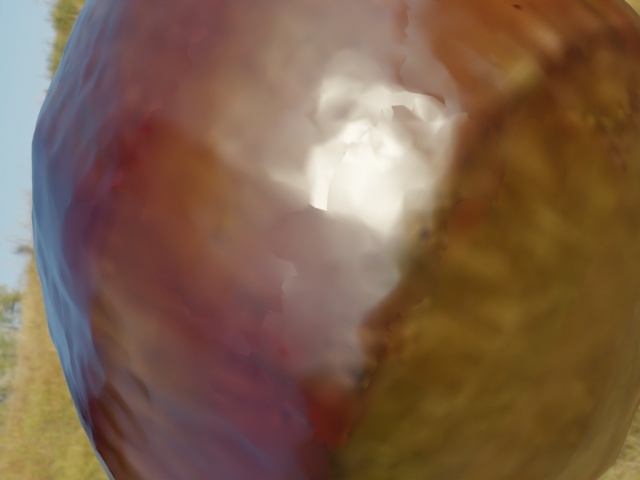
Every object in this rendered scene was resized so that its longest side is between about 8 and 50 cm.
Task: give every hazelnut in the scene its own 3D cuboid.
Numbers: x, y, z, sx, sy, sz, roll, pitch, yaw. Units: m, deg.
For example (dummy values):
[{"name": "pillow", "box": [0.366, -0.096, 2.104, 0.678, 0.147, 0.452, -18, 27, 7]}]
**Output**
[{"name": "hazelnut", "box": [0.000, 0.000, 0.511, 0.353, 0.420, 0.421, -48, -21, -50]}]
